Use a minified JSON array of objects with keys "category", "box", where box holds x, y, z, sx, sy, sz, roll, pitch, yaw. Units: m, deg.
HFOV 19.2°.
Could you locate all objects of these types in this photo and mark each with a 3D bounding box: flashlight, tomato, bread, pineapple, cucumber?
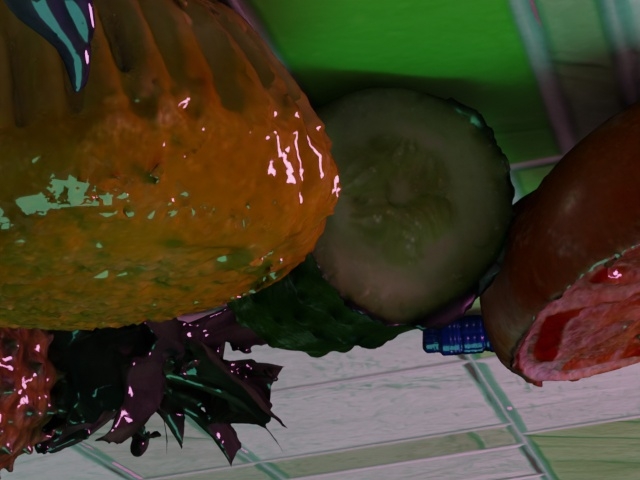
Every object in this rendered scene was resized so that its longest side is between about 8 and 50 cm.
[{"category":"flashlight","box":[0.135,0.066,1.382,0.121,0.035,0.057,-4,136,5]},{"category":"tomato","box":[0.189,-0.015,1.039,0.236,0.095,0.237,-21,159,-9]},{"category":"bread","box":[-0.111,-0.036,0.870,0.240,0.139,0.240,-5,160,-2]},{"category":"pineapple","box":[-0.157,0.085,1.219,0.364,0.165,0.165,-2,162,-38]},{"category":"cucumber","box":[0.000,0.003,1.060,0.134,0.134,0.244,3,168,-22]}]

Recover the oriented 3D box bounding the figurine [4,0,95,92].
[{"category":"figurine","box":[-0.125,-0.146,0.534,0.265,0.175,0.197,-21,165,18]}]
